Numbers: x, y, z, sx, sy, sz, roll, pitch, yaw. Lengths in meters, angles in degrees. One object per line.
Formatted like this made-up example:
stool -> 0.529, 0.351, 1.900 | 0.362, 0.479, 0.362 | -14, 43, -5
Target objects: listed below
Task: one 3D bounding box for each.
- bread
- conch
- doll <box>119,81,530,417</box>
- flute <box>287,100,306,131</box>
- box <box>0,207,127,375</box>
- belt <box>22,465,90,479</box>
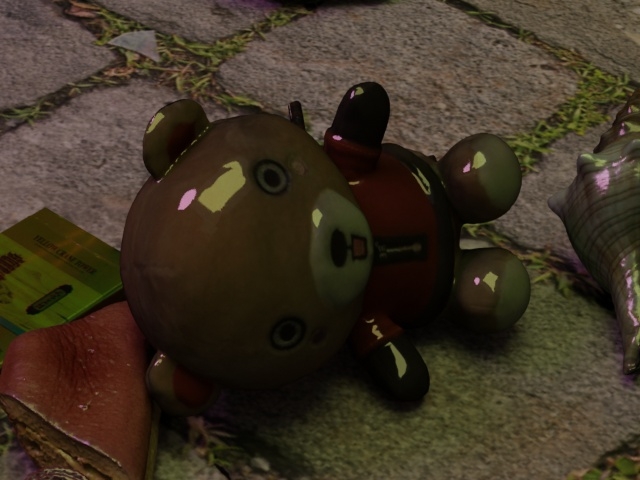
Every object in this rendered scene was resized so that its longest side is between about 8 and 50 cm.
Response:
bread -> -0.167, 0.113, 1.116 | 0.119, 0.067, 0.192 | 11, 38, -7
conch -> 0.249, -0.011, 1.282 | 0.114, 0.233, 0.137 | 4, -2, 40
doll -> 0.000, 0.000, 1.175 | 0.330, 0.235, 0.174 | -6, 10, -40
flute -> -0.011, -0.045, 1.376 | 0.014, 0.014, 0.269 | -1, 39, -6
box -> -0.242, 0.050, 1.224 | 0.121, 0.030, 0.193 | 29, 44, 29
belt -> -0.207, 0.231, 0.977 | 0.071, 0.053, 0.232 | 20, 40, 9
